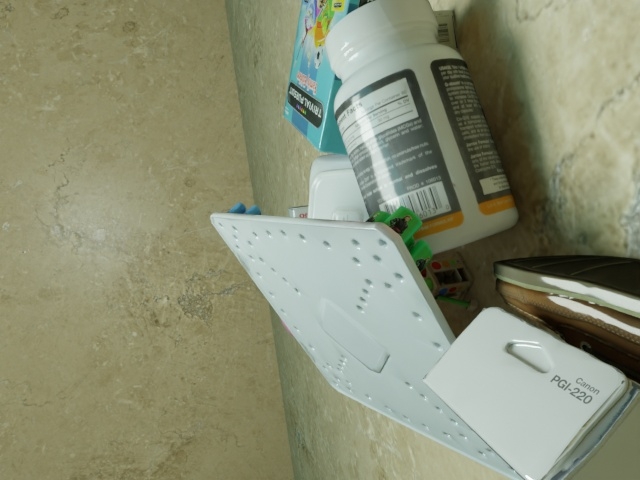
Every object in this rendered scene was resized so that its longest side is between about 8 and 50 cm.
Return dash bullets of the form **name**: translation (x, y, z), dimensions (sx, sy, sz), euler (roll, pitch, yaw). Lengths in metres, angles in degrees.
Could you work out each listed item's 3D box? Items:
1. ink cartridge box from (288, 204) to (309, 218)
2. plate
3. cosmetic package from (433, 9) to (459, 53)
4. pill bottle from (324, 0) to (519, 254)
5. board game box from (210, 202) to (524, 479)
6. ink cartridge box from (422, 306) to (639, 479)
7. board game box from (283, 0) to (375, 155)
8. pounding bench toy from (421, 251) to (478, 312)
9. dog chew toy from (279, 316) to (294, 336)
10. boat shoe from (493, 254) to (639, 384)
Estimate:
- **ink cartridge box**: translation (0.000, 0.000, 1.241), dimensions (0.072, 0.128, 0.174), euler (-152, 55, -76)
- **plate**: translation (0.056, -0.015, 0.871), dimensions (0.278, 0.045, 0.277), euler (5, 90, 51)
- **cosmetic package**: translation (0.139, -0.260, 0.714), dimensions (0.115, 0.041, 0.060), euler (-176, 76, -75)
- **pill bottle**: translation (0.109, -0.123, 0.611), dimensions (0.162, 0.162, 0.278), euler (148, 105, -74)
- **board game box**: translation (0.055, 0.113, 0.697), dimensions (0.390, 0.050, 0.389), euler (7, 135, 55)
- **ink cartridge box**: translation (0.204, 0.166, 0.399), dimensions (0.218, 0.092, 0.158), euler (46, 176, -18)
- **board game box**: translation (0.026, -0.342, 0.887), dimensions (0.253, 0.079, 0.335), euler (-124, 41, -59)
- **pounding bench toy**: translation (0.174, 0.067, 0.731), dimensions (0.052, 0.065, 0.083), euler (99, 157, -48)
- **dog chew toy**: translation (0.043, 0.146, 1.045), dimensions (0.332, 0.207, 0.206), euler (-148, 51, -62)
- **boat shoe**: translation (0.237, 0.073, 0.399), dimensions (0.307, 0.111, 0.104), euler (-159, 63, -74)
